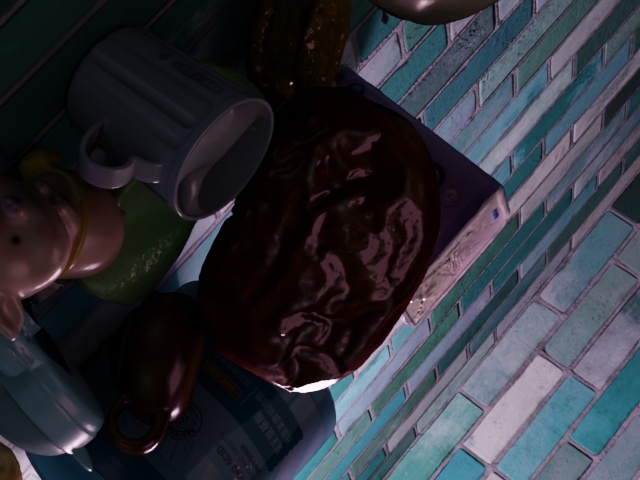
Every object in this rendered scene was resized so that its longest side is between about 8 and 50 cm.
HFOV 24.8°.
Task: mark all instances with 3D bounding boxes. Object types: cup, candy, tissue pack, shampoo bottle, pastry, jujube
[{"bbox_3d":[-0.193,-0.145,1.704,0.167,0.202,0.221,-60,157,12],"label":"cup"},{"bbox_3d":[-0.202,-0.077,1.897,0.132,0.142,0.343,28,99,-33],"label":"candy"},{"bbox_3d":[0.083,-0.070,2.189,0.242,0.338,0.160,-47,156,-5],"label":"tissue pack"},{"bbox_3d":[-0.200,0.281,2.131,0.343,0.331,0.331,-44,156,-27],"label":"shampoo bottle"},{"bbox_3d":[-0.029,-0.270,1.927,0.189,0.103,0.188,16,90,-77],"label":"pastry"},{"bbox_3d":[0.002,0.000,1.854,0.377,0.276,0.276,-60,157,13],"label":"jujube"}]

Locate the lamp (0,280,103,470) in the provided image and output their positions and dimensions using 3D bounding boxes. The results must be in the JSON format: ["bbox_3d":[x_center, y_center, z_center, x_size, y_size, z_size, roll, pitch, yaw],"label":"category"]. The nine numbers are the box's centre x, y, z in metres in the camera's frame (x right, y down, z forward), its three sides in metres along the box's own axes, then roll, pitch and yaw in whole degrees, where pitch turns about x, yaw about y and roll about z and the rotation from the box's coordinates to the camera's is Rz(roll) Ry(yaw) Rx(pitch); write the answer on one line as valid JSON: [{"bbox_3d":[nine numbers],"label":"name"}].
[{"bbox_3d":[-0.366,0.155,1.798,0.147,0.209,0.284,-24,131,-19],"label":"lamp"}]

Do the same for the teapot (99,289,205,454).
[{"bbox_3d":[-0.227,0.168,1.895,0.178,0.135,0.252,95,7,-50],"label":"teapot"}]

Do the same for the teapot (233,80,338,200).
[{"bbox_3d":[-0.055,-0.154,2.047,0.203,0.167,0.311,-20,-148,43],"label":"teapot"}]

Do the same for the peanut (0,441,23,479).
[{"bbox_3d":[-0.506,0.324,1.825,0.305,0.147,0.147,-22,142,-56],"label":"peanut"}]

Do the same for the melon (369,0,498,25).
[{"bbox_3d":[0.172,-0.432,1.943,0.330,0.268,0.268,-52,159,14],"label":"melon"}]

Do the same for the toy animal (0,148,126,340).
[{"bbox_3d":[-0.323,-0.014,1.679,0.248,0.165,0.149,-27,143,-46],"label":"toy animal"}]
